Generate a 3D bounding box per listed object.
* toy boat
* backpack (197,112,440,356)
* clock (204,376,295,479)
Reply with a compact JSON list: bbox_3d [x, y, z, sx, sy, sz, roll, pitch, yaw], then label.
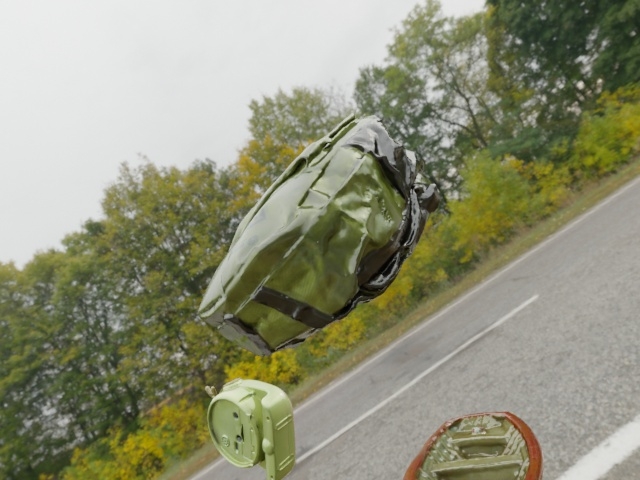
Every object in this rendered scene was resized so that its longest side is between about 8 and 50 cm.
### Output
[{"bbox_3d":[0.148,0.240,0.428,0.136,0.079,0.392,-17,-11,19],"label":"toy boat"},{"bbox_3d":[0.000,0.000,0.426,0.207,0.140,0.253,-44,7,38],"label":"backpack"},{"bbox_3d":[-0.206,0.486,1.191,0.308,0.235,0.096,4,13,37],"label":"clock"}]
